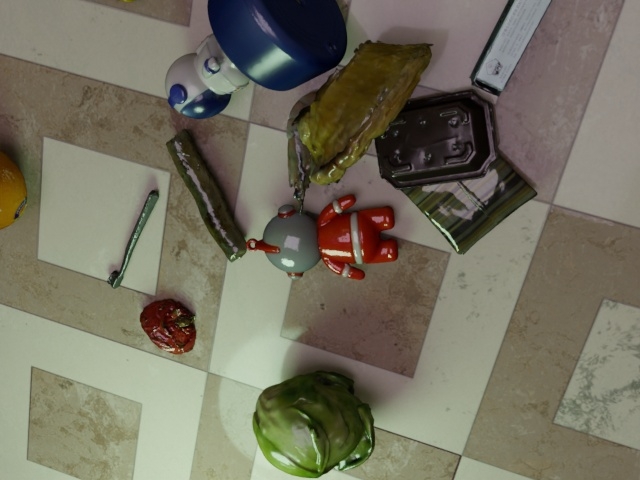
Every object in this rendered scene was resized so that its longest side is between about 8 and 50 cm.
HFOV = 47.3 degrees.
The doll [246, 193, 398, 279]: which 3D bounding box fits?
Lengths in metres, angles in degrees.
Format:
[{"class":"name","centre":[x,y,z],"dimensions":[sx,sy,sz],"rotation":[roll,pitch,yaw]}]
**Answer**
[{"class":"doll","centre":[0.000,0.000,1.613],"dimensions":[0.336,0.105,0.200],"rotation":[-6,110,9]}]

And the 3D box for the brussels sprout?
[{"class":"brussels sprout","centre":[-0.018,0.422,1.693],"dimensions":[0.294,0.259,0.227],"rotation":[17,101,33]}]

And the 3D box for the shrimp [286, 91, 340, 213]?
[{"class":"shrimp","centre":[0.001,-0.185,1.552],"dimensions":[0.145,0.059,0.255],"rotation":[-3,98,-3]}]

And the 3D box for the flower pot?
[{"class":"flower pot","centre":[0.216,-0.198,1.449],"dimensions":[0.250,0.084,0.179],"rotation":[-7,94,23]}]

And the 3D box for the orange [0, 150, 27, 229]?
[{"class":"orange","centre":[-0.801,-0.124,1.722],"dimensions":[0.219,0.193,0.219],"rotation":[10,156,5]}]

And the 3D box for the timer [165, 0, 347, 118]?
[{"class":"timer","centre":[-0.165,-0.368,1.451],"dimensions":[0.383,0.270,0.270],"rotation":[-29,101,38]}]

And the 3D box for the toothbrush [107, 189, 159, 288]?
[{"class":"toothbrush","centre":[-0.454,-0.001,1.769],"dimensions":[0.030,0.030,0.297],"rotation":[36,116,10]}]

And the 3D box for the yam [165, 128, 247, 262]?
[{"class":"yam","centre":[-0.256,-0.098,1.657],"dimensions":[0.067,0.071,0.318],"rotation":[-30,103,-14]}]

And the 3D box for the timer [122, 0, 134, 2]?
[{"class":"timer","centre":[-0.392,-0.543,1.500],"dimensions":[0.109,0.107,0.107],"rotation":[12,113,14]}]

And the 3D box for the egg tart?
[{"class":"egg tart","centre":[0.064,-0.255,1.350],"dimensions":[0.132,0.345,0.345],"rotation":[40,115,-10]}]

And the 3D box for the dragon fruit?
[{"class":"dragon fruit","centre":[-0.373,0.210,1.804],"dimensions":[0.162,0.083,0.106],"rotation":[41,113,0]}]

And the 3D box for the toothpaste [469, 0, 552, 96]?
[{"class":"toothpaste","centre":[0.377,-0.422,1.349],"dimensions":[0.071,0.089,0.313],"rotation":[24,114,-3]}]

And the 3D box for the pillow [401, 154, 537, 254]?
[{"class":"pillow","centre":[0.297,-0.106,1.511],"dimensions":[0.212,0.052,0.208],"rotation":[47,115,-1]}]
